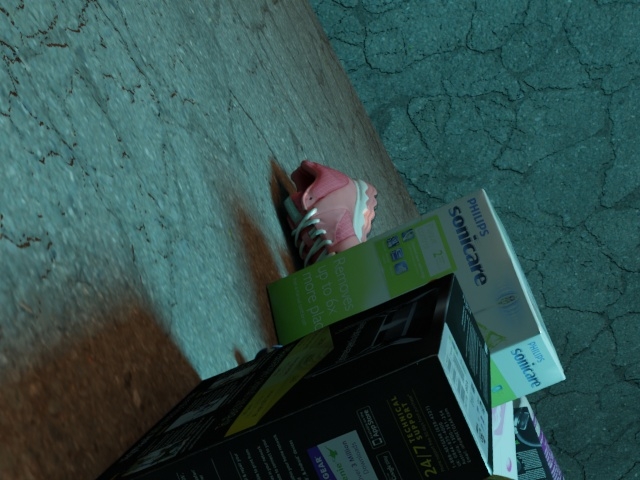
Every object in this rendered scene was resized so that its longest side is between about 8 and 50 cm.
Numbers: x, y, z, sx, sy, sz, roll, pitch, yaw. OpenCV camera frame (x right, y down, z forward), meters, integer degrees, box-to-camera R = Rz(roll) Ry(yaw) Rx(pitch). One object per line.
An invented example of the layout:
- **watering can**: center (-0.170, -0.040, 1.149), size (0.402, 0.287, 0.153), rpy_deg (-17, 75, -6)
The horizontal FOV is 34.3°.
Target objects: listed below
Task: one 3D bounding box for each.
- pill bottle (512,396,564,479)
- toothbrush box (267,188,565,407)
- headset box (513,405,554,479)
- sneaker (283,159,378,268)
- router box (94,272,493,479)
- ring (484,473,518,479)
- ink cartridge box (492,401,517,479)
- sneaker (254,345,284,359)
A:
- **pill bottle**: center (0.393, 0.463, 2.103), size (0.302, 0.169, 0.169), rpy_deg (62, 12, -19)
- **toothbrush box**: center (0.102, 0.102, 1.182), size (0.122, 0.283, 0.206), rpy_deg (54, 18, -50)
- **headset box**: center (0.325, 0.468, 1.724), size (0.246, 0.131, 0.283), rpy_deg (78, -1, -46)
- **sneaker**: center (0.000, 0.000, 1.455), size (0.136, 0.116, 0.314), rpy_deg (32, 31, -22)
- **router box**: center (-0.004, 0.126, 0.740), size (0.081, 0.242, 0.309), rpy_deg (66, 12, -2)
- **ring**: center (0.280, 0.410, 1.225), size (0.336, 0.032, 0.337), rpy_deg (37, -35, 31)
- **ink cartridge box**: center (0.169, 0.183, 1.414), size (0.324, 0.071, 0.330), rpy_deg (9, 76, -55)
- **sneaker**: center (-0.014, 0.190, 1.012), size (0.078, 0.067, 0.188), rpy_deg (31, 40, -82)
